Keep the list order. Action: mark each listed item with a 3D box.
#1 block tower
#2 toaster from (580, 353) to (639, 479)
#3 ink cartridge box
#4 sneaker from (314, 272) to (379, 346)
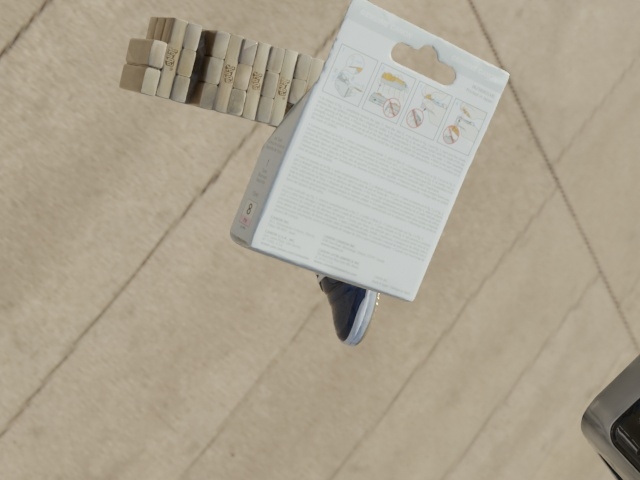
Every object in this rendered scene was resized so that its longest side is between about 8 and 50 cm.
[{"bbox_3d":[-0.052,-0.177,1.294,0.335,0.097,0.091,11,97,-27],"label":"block tower"},{"bbox_3d":[0.255,0.150,0.643,0.110,0.168,0.185,-40,137,1],"label":"toaster"},{"bbox_3d":[0.046,-0.077,1.002,0.189,0.066,0.232,20,91,-31],"label":"ink cartridge box"},{"bbox_3d":[0.000,0.000,1.514,0.153,0.099,0.282,12,66,-19],"label":"sneaker"}]
